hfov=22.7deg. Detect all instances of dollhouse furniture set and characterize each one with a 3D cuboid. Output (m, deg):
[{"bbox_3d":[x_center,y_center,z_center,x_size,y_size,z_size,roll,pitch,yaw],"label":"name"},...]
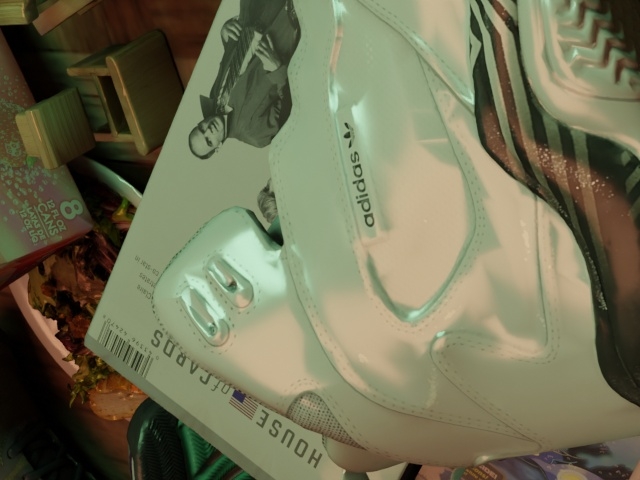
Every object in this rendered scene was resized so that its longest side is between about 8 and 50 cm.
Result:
[{"bbox_3d":[-0.141,-0.088,0.757,0.101,0.182,0.161,5,122,43],"label":"dollhouse furniture set"}]

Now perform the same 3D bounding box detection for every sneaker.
[{"bbox_3d":[-0.081,0.182,0.982,0.098,0.083,0.223,14,133,48],"label":"sneaker"},{"bbox_3d":[-0.173,0.188,1.083,0.121,0.111,0.300,-13,107,25],"label":"sneaker"},{"bbox_3d":[0.014,-0.069,0.587,0.210,0.137,0.366,-30,87,30],"label":"sneaker"}]

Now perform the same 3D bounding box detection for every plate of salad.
[{"bbox_3d":[-0.135,0.038,0.955,0.200,0.048,0.200,26,135,30],"label":"plate of salad"}]

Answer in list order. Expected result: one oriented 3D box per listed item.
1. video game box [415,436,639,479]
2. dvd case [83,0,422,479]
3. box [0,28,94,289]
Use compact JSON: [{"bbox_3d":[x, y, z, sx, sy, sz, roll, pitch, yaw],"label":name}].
[{"bbox_3d":[0.091,0.059,0.749,0.205,0.048,0.187,35,135,21],"label":"video game box"},{"bbox_3d":[0.000,0.000,0.714,0.179,0.029,0.238,36,119,20],"label":"dvd case"},{"bbox_3d":[-0.272,-0.096,0.880,0.154,0.142,0.300,-28,88,51],"label":"box"}]
